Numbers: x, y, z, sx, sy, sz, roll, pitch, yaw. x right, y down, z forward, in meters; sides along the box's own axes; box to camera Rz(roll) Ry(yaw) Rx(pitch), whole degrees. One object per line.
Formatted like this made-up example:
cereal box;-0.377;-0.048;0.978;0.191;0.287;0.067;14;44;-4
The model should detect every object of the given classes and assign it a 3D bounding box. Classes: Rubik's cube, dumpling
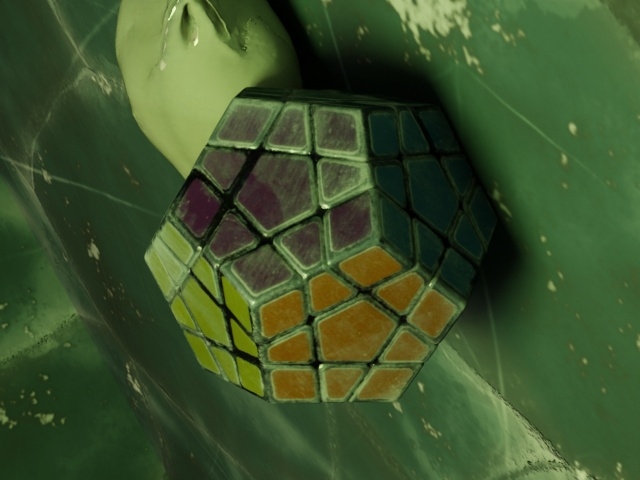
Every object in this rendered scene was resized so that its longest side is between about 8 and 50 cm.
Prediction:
Rubik's cube;0.000;0.000;1.337;0.264;0.319;0.319;-22;100;37
dumpling;-0.121;-0.184;1.500;0.341;0.181;0.260;48;-174;-42
